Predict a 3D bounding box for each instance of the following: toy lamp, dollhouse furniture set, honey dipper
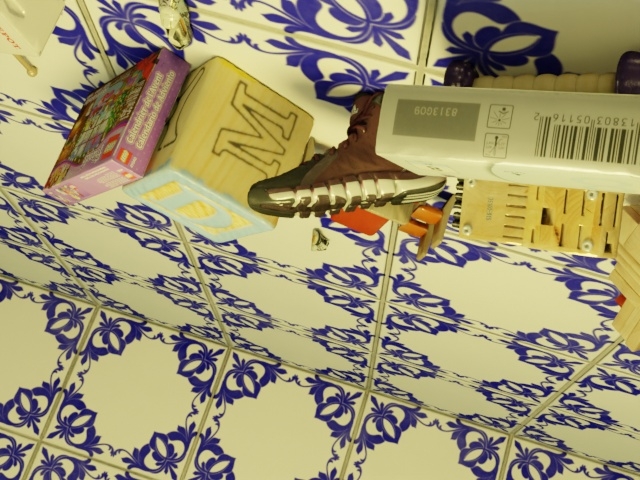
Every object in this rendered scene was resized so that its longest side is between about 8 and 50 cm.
[{"bbox_3d":[0.280,-0.177,1.024,0.275,0.080,0.080,4,155,35],"label":"toy lamp"},{"bbox_3d":[0.084,-0.060,1.415,0.262,0.135,0.259,21,160,-6],"label":"dollhouse furniture set"},{"bbox_3d":[-0.506,-0.316,1.442,0.030,0.030,0.160,13,163,17],"label":"honey dipper"}]

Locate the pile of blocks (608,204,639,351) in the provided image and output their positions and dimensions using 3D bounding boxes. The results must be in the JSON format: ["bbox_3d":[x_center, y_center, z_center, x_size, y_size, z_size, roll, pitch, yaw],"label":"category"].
[{"bbox_3d":[0.512,0.029,1.352,0.112,0.149,0.362,58,174,37],"label":"pile of blocks"}]

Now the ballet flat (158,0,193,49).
[{"bbox_3d":[-0.198,-0.296,1.196,0.041,0.041,0.114,15,159,10],"label":"ballet flat"}]

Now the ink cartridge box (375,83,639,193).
[{"bbox_3d":[0.283,-0.093,1.065,0.308,0.091,0.385,7,175,28],"label":"ink cartridge box"}]

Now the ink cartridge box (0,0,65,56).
[{"bbox_3d":[-0.508,-0.354,1.232,0.237,0.100,0.172,11,158,24],"label":"ink cartridge box"}]

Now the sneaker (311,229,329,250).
[{"bbox_3d":[0.000,0.000,1.808,0.037,0.032,0.083,4,164,0],"label":"sneaker"}]

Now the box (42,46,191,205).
[{"bbox_3d":[-0.329,-0.173,1.397,0.057,0.201,0.293,31,156,-30],"label":"box"}]

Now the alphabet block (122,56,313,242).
[{"bbox_3d":[-0.158,-0.132,1.359,0.193,0.197,0.192,31,157,-29],"label":"alphabet block"}]

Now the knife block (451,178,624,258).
[{"bbox_3d":[0.302,-0.042,1.218,0.276,0.088,0.242,9,-172,33],"label":"knife block"}]

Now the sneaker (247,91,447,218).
[{"bbox_3d":[0.029,-0.125,1.235,0.281,0.162,0.106,-6,170,-12],"label":"sneaker"}]
